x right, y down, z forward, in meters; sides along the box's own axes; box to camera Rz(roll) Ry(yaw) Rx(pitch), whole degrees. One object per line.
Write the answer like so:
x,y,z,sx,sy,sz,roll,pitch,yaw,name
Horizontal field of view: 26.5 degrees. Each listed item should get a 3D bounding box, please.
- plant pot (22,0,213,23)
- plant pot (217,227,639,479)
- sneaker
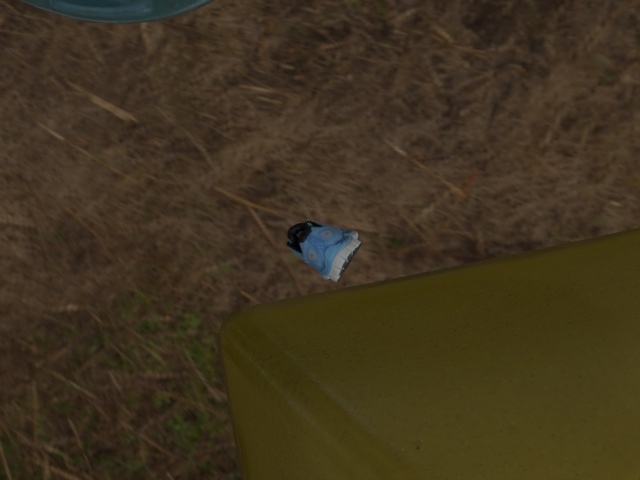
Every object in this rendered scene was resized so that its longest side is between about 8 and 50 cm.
-0.055,-0.293,0.700,0.341,0.341,0.334,63,37,-24,plant pot
0.094,0.129,0.515,0.212,0.187,0.212,-11,103,-11,plant pot
0.000,0.000,1.496,0.073,0.162,0.063,33,87,-4,sneaker
